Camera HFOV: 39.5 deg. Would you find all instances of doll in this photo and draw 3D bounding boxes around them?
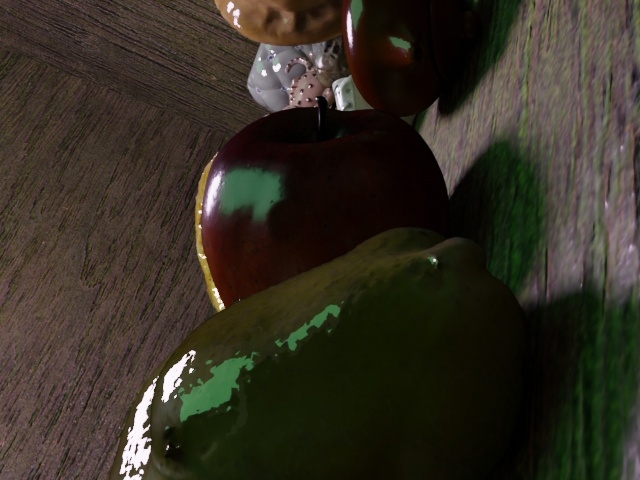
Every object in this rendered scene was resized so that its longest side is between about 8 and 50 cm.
[{"bbox_3d":[-0.043,-0.282,1.936,0.119,0.154,0.278,33,-107,-53],"label":"doll"}]

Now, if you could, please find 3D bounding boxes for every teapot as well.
[{"bbox_3d":[0.108,-0.228,0.952,0.252,0.135,0.178,-51,-41,-56],"label":"teapot"}]

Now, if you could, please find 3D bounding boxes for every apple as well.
[{"bbox_3d":[0.005,-0.009,0.758,0.234,0.234,0.234,-159,90,-82],"label":"apple"}]

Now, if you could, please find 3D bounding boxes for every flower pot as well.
[{"bbox_3d":[-0.079,-0.444,2.328,0.246,0.195,0.246,-159,90,-80],"label":"flower pot"}]

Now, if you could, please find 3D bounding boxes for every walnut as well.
[{"bbox_3d":[-0.012,-0.536,1.571,0.383,0.383,0.383,-159,90,-82],"label":"walnut"}]

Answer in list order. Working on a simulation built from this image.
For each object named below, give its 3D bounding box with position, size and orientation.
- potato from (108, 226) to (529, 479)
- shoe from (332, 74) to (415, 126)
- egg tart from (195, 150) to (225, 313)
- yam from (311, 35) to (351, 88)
[{"bbox_3d":[-0.006,0.122,0.571,0.351,0.202,0.218,-49,6,29],"label":"potato"},{"bbox_3d":[0.054,-0.144,1.085,0.095,0.110,0.265,145,147,-73],"label":"shoe"},{"bbox_3d":[-0.112,0.005,1.441,0.315,0.120,0.315,173,90,-67],"label":"egg tart"},{"bbox_3d":[0.040,-0.430,1.785,0.133,0.133,0.330,120,163,-48],"label":"yam"}]
